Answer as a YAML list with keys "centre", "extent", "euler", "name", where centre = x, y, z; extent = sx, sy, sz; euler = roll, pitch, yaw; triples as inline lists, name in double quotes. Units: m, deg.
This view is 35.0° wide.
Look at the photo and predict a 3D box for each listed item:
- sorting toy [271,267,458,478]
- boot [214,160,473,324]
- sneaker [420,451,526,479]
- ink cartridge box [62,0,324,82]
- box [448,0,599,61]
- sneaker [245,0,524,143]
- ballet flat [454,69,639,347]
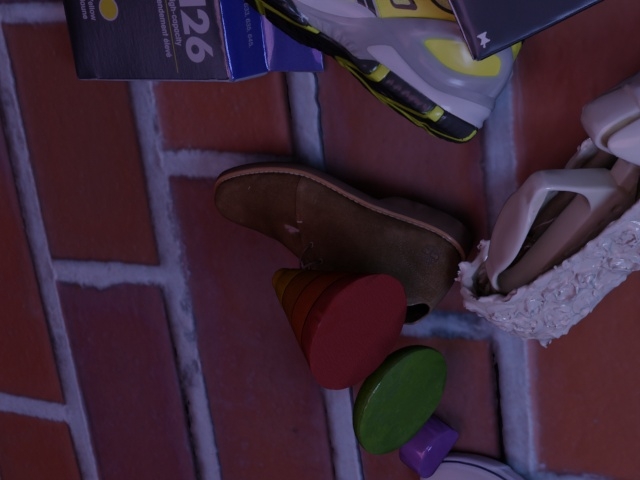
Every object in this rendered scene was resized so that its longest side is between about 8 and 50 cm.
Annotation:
- centre: [0.041, 0.130, 1.069]
  extent: [0.126, 0.127, 0.365]
  euler: [33, 164, 38]
  name: "sorting toy"
- centre: [0.000, 0.000, 1.089]
  extent: [0.305, 0.115, 0.112]
  euler: [17, 153, 25]
  name: "boot"
- centre: [0.202, 0.313, 1.110]
  extent: [0.258, 0.091, 0.094]
  euler: [22, 116, 39]
  name: "sneaker"
- centre: [-0.157, -0.323, 1.091]
  extent: [0.307, 0.072, 0.304]
  euler: [5, 112, 31]
  name: "ink cartridge box"
- centre: [0.220, -0.240, 0.789]
  extent: [0.261, 0.184, 0.103]
  euler: [-25, 97, 12]
  name: "box"
- centre: [0.024, -0.256, 0.980]
  extent: [0.384, 0.145, 0.147]
  euler: [37, 91, 0]
  name: "sneaker"
- centre: [0.260, -0.051, 0.903]
  extent: [0.147, 0.147, 0.409]
  euler: [41, 125, 9]
  name: "ballet flat"
